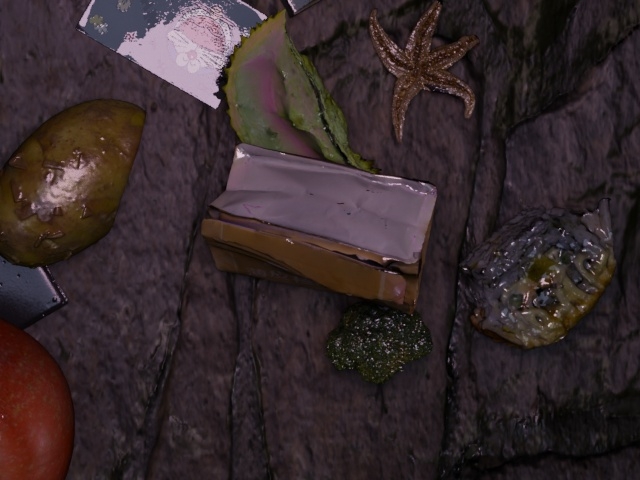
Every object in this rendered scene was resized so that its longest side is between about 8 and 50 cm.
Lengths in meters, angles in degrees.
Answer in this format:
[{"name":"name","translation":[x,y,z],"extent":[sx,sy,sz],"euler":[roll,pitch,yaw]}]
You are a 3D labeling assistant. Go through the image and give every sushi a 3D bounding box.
[{"name":"sushi","translation":[0.346,0.045,1.667],"extent":[0.274,0.139,0.184],"euler":[-42,103,-7]}]

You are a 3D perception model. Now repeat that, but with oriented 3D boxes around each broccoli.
[{"name":"broccoli","translation":[0.087,0.155,1.644],"extent":[0.162,0.146,0.138],"euler":[-18,131,-25]}]

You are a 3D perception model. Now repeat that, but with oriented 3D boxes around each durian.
[{"name":"durian","translation":[-0.028,-0.163,1.567],"extent":[0.158,0.169,0.352],"euler":[-37,112,-15]}]

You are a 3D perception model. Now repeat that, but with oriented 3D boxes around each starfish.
[{"name":"starfish","translation":[0.152,-0.265,1.652],"extent":[0.213,0.057,0.238],"euler":[27,86,-3]}]

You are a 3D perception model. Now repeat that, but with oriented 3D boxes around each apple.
[{"name":"apple","translation":[-0.511,0.276,1.476],"extent":[0.348,0.277,0.349],"euler":[-1,97,-10]}]

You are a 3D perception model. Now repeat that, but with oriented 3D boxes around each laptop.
[{"name":"laptop","translation":[-0.481,0.050,1.596],"extent":[0.129,0.016,0.180],"euler":[-30,100,-5]}]

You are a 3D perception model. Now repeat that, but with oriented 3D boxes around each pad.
[{"name":"pad","translation":[-0.225,-0.330,1.609],"extent":[0.245,0.006,0.170],"euler":[29,90,-11]}]

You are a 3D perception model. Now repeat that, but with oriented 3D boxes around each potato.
[{"name":"potato","translation":[-0.362,-0.086,1.539],"extent":[0.298,0.141,0.176],"euler":[-47,115,-4]}]

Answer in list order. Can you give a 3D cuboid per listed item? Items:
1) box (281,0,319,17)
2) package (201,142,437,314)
[{"name":"box","translation":[-0.050,-0.524,1.599],"extent":[0.180,0.047,0.325],"euler":[-32,100,-6]},{"name":"package","translation":[-0.008,0.013,1.518],"extent":[0.311,0.165,0.221],"euler":[15,124,9]}]
